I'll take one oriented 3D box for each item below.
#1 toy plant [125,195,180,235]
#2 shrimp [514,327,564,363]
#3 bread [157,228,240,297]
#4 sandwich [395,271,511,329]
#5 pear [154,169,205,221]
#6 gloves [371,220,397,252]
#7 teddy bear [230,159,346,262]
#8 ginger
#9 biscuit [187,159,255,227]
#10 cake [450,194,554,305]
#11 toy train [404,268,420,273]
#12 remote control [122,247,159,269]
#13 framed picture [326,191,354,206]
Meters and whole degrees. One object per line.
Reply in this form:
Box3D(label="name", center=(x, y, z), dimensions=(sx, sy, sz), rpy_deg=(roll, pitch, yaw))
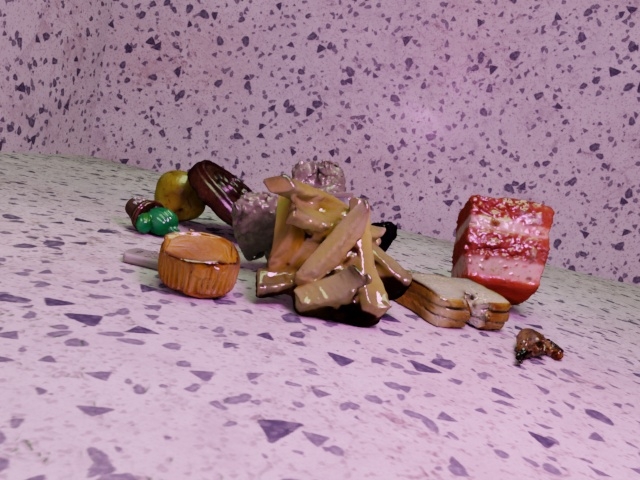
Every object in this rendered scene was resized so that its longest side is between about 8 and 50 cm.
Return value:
Box3D(label="toy plant", center=(-0.533, -0.068, 1.701), dimensions=(0.200, 0.105, 0.143), rpy_deg=(30, 24, 25))
Box3D(label="shrimp", center=(0.535, 0.258, 1.306), dimensions=(0.117, 0.066, 0.262), rpy_deg=(17, 12, 23))
Box3D(label="bread", center=(-0.279, 0.056, 1.235), dimensions=(0.199, 0.104, 0.199), rpy_deg=(13, 19, -5))
Box3D(label="sandwich", center=(0.375, 0.170, 1.520), dimensions=(0.273, 0.095, 0.249), rpy_deg=(7, 10, -26))
Box3D(label="pear", center=(-0.521, -0.169, 1.995), dimensions=(0.200, 0.199, 0.200), rpy_deg=(13, 9, -2))
Box3D(label="gloves", center=(0.194, 0.000, 2.134), dimensions=(0.301, 0.152, 0.197), rpy_deg=(-5, -2, -44))
Box3D(label="teddy bear", center=(-0.102, -0.078, 1.603), dimensions=(0.368, 0.357, 0.224), rpy_deg=(7, 22, -28))
Box3D(label="ginger", center=(0.028, 0.008, 1.270), dimensions=(0.414, 0.211, 0.358), rpy_deg=(30, 45, 10))
Box3D(label="biscuit", center=(-0.305, -0.149, 1.974), dimensions=(0.407, 0.091, 0.407), rpy_deg=(41, 10, -9))
Box3D(label="cake", center=(0.593, 0.034, 1.786), dimensions=(0.270, 0.319, 0.270), rpy_deg=(9, -15, 5))
Box3D(label="toy train", center=(0.297, 0.118, 1.874), dimensions=(0.122, 0.050, 0.081), rpy_deg=(13, 5, 1))
Box3D(label="remote control", center=(-0.397, 0.054, 1.354), dimensions=(0.190, 0.029, 0.087), rpy_deg=(13, 9, 3))
Box3D(label="framed picture", center=(0.028, 0.003, 1.476), dimensions=(0.213, 0.289, 0.016), rpy_deg=(-3, -18, -28))
